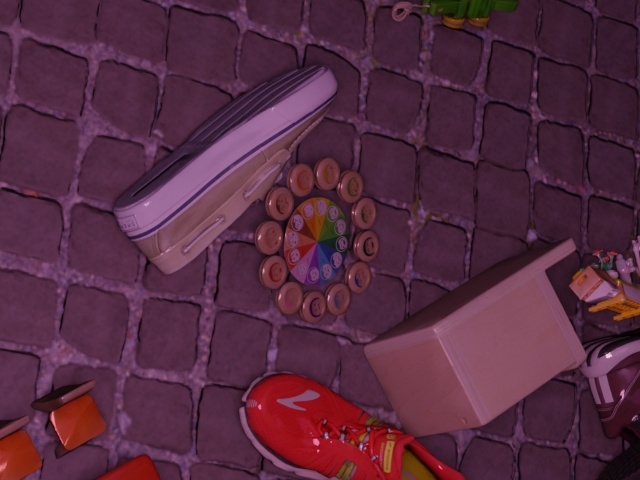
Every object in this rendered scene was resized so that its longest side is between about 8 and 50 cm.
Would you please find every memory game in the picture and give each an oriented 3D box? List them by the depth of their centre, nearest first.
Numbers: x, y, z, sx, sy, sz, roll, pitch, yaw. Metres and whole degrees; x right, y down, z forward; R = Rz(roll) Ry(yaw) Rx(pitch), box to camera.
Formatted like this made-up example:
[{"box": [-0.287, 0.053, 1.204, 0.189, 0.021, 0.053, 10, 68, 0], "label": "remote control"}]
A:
[{"box": [0.000, 0.000, 1.614, 0.186, 0.012, 0.186, -7, 101, -42], "label": "memory game"}]

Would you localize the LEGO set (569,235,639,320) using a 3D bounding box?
[{"box": [0.408, 0.031, 1.815, 0.287, 0.132, 0.107, -2, 71, -23], "label": "LEGO set"}]

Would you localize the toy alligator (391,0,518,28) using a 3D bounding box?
[{"box": [0.157, -0.296, 1.790, 0.189, 0.056, 0.051, -8, 40, -29], "label": "toy alligator"}]

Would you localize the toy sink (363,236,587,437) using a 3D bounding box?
[{"box": [0.197, 0.114, 1.654, 0.234, 0.153, 0.131, -30, 94, -32], "label": "toy sink"}]

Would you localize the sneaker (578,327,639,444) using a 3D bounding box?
[{"box": [0.451, 0.182, 1.820, 0.281, 0.106, 0.163, -12, 90, -21], "label": "sneaker"}]

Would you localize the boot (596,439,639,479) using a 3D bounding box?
[{"box": [0.386, 0.337, 1.718, 0.246, 0.083, 0.161, -34, 99, 0], "label": "boot"}]

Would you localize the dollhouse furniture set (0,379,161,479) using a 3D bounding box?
[{"box": [-0.252, 0.293, 1.369, 0.259, 0.135, 0.262, -27, 92, -31], "label": "dollhouse furniture set"}]

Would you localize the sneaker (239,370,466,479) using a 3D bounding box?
[{"box": [0.045, 0.218, 1.563, 0.279, 0.118, 0.107, 31, 65, -20], "label": "sneaker"}]

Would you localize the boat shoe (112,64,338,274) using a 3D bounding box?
[{"box": [-0.092, -0.081, 1.581, 0.302, 0.109, 0.094, -39, 115, -22], "label": "boat shoe"}]
